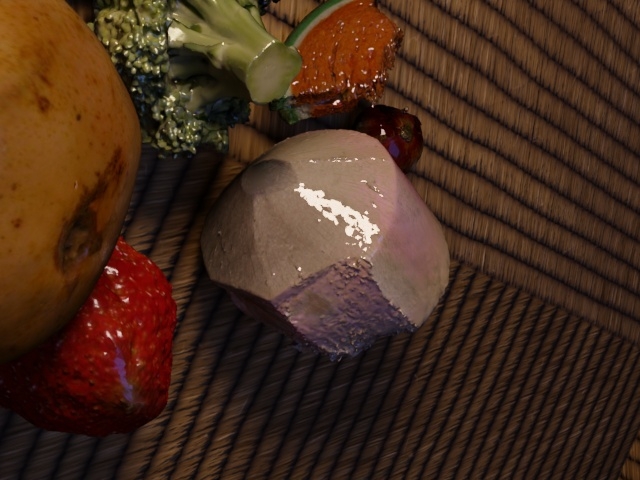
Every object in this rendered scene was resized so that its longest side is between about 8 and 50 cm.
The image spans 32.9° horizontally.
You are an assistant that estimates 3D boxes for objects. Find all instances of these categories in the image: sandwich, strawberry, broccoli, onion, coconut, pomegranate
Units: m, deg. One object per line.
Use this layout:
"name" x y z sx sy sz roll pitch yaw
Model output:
"sandwich" 0.028 -0.252 1.499 0.079 0.159 0.235 82 24 -56
"strawberry" -0.278 0.116 1.266 0.257 0.277 0.257 -16 117 -34
"broccoli" -0.152 -0.238 1.270 0.235 0.260 0.288 -19 131 3
"onion" 0.099 -0.144 1.623 0.117 0.118 0.119 17 95 -23
"coconut" 0.000 0.000 1.463 0.309 0.297 0.297 41 78 -44
"pomegranate" -0.377 -0.077 1.027 0.416 0.416 0.417 -19 119 -37
